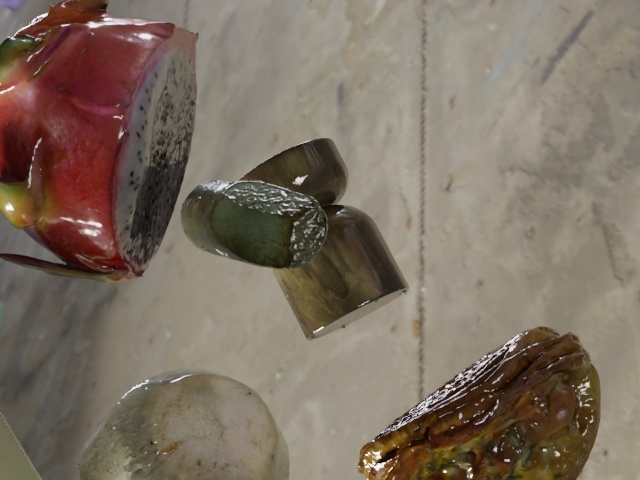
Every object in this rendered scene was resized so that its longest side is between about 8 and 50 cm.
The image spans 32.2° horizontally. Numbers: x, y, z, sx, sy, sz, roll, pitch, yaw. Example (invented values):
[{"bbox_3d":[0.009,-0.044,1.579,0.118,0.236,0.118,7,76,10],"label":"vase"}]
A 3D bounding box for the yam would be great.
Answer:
[{"bbox_3d":[-0.088,-0.022,1.336,0.259,0.106,0.106,7,72,64],"label":"yam"}]

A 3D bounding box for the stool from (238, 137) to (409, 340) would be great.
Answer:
[{"bbox_3d":[0.000,0.000,1.702,0.179,0.179,0.264,-36,77,43],"label":"stool"}]

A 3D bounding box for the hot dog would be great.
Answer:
[{"bbox_3d":[0.177,0.207,1.159,0.272,0.196,0.122,-34,32,7],"label":"hot dog"}]

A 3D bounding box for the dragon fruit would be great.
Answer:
[{"bbox_3d":[-0.244,-0.111,1.121,0.290,0.189,0.290,13,-90,-87],"label":"dragon fruit"}]

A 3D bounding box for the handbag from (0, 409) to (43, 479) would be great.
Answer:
[{"bbox_3d":[-0.427,0.302,1.189,0.358,0.160,0.236,82,-151,-51],"label":"handbag"}]

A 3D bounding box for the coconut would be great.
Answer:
[{"bbox_3d":[-0.168,0.292,1.333,0.245,0.245,0.247,-91,25,-43],"label":"coconut"}]
